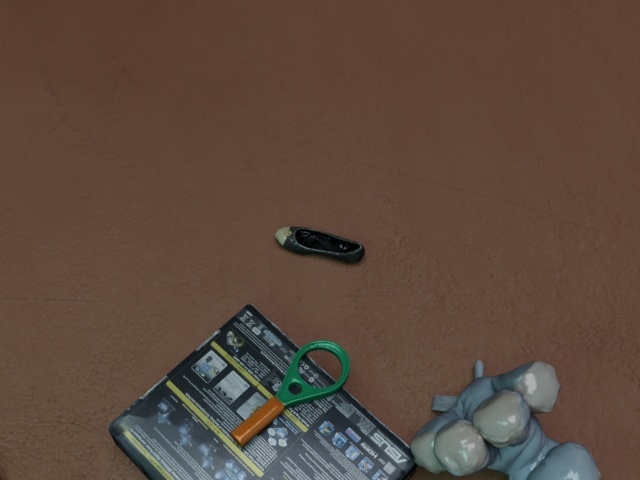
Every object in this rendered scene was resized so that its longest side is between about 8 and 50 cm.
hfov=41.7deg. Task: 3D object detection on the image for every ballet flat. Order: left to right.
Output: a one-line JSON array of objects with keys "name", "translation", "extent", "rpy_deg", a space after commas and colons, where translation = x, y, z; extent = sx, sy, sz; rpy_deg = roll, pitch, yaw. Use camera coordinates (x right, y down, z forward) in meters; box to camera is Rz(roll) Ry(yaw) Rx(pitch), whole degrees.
[{"name": "ballet flat", "translation": [0.000, 0.000, 1.575], "extent": [0.173, 0.049, 0.057], "rpy_deg": [12, 59, 6]}]

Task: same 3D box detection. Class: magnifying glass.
[{"name": "magnifying glass", "translation": [-0.047, 0.244, 1.338], "extent": [0.231, 0.026, 0.092], "rpy_deg": [-36, 66, -27]}]

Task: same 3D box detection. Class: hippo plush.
[{"name": "hippo plush", "translation": [0.291, 0.341, 1.301], "extent": [0.234, 0.294, 0.236], "rpy_deg": [-36, 90, -17]}]

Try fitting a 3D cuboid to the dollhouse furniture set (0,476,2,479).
[{"name": "dollhouse furniture set", "translation": [-0.487, 0.476, 1.259], "extent": [0.259, 0.135, 0.262], "rpy_deg": [-18, 60, 1]}]

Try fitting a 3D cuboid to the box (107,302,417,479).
[{"name": "box", "translation": [-0.091, 0.336, 1.348], "extent": [0.395, 0.097, 0.318], "rpy_deg": [39, 64, 19]}]
